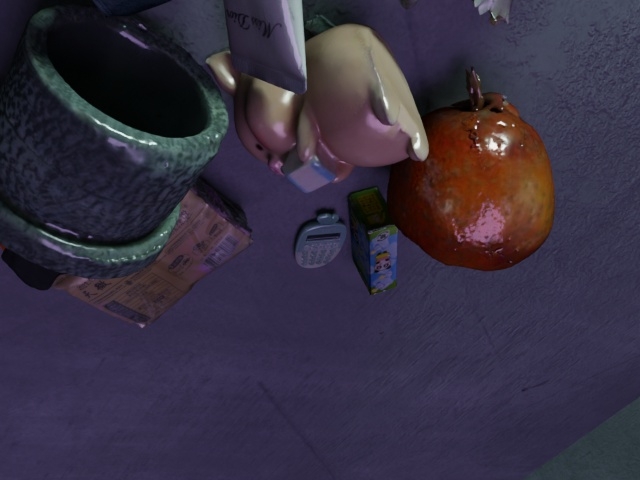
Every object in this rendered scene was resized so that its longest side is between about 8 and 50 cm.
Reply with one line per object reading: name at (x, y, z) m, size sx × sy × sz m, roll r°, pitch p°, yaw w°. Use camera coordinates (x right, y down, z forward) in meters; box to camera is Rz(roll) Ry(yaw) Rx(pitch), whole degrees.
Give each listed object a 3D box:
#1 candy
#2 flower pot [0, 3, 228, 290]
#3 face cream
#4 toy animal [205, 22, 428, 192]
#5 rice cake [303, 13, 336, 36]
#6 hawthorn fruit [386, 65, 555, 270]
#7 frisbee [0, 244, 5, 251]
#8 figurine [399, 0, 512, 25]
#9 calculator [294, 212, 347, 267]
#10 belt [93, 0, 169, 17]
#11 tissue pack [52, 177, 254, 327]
candy at (0.097, 0.004, 1.269) m, size 0.062 × 0.097 × 0.194 m, roll -19°, pitch 142°, yaw -10°
flower pot at (-0.294, -0.105, 0.818) m, size 0.299 × 0.299 × 0.283 m, roll 13°, pitch 134°, yaw -35°
face cream at (-0.068, -0.326, 0.761) m, size 0.089 × 0.143 × 0.314 m, roll -31°, pitch 133°, yaw -34°
toy animal at (0.003, -0.165, 0.906) m, size 0.256 × 0.212 × 0.195 m, roll -17°, pitch 146°, yaw 27°
rice cake at (0.053, -0.261, 0.992) m, size 0.208 × 0.033 × 0.033 m, roll 27°, pitch 110°, yaw -42°
hawthorn fruit at (0.237, -0.116, 1.089) m, size 0.276 × 0.276 × 0.307 m, roll -10°, pitch 119°, yaw -14°
frisbee at (-0.399, -0.008, 1.071) m, size 0.192 × 0.035 × 0.192 m, roll -14°, pitch 140°, yaw -12°
figurine at (0.270, -0.384, 0.839) m, size 0.387 × 0.166 × 0.206 m, roll -15°, pitch 102°, yaw -3°
calculator at (0.000, 0.000, 1.277) m, size 0.095 × 0.021 × 0.153 m, roll -6°, pitch 139°, yaw -20°
belt at (-0.211, -0.329, 0.652) m, size 0.116 × 0.206 × 0.267 m, roll -24°, pitch 151°, yaw 1°
tissue pack at (-0.256, 0.011, 1.068) m, size 0.257 × 0.123 × 0.215 m, roll -41°, pitch 139°, yaw 6°
